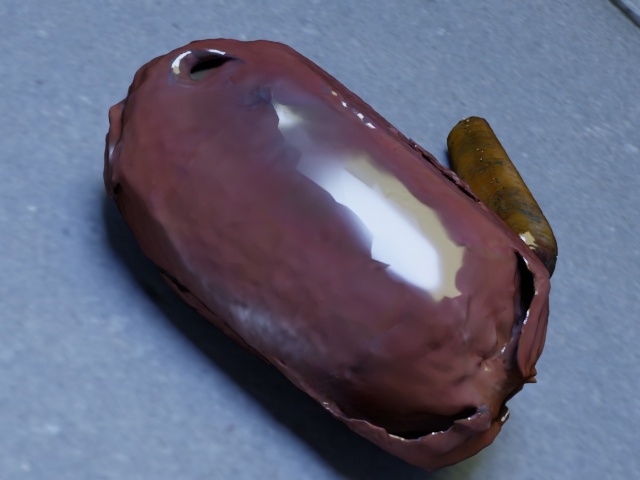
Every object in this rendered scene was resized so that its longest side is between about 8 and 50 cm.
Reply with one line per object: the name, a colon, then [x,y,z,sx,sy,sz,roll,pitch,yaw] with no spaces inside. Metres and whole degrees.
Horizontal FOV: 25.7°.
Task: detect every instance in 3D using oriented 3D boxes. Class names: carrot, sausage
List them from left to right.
sausage: [0.000,0.000,0.764,0.279,0.152,0.152,39,39,16]
carrot: [0.118,-0.025,0.946,0.055,0.055,0.161,14,33,-19]
